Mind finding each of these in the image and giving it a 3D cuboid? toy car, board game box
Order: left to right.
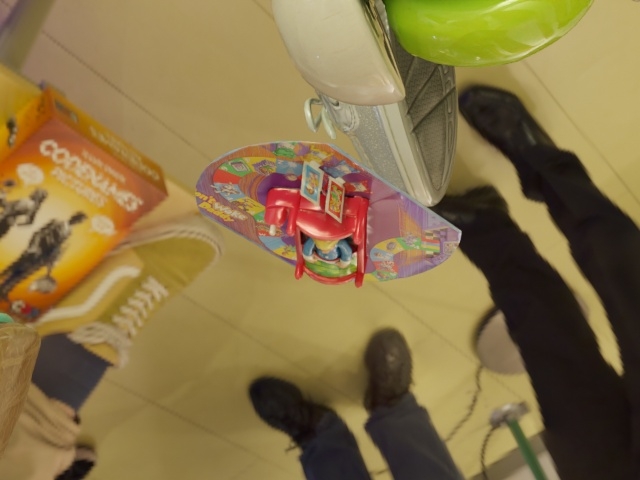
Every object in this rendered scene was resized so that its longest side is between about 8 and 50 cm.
[{"bbox_3d":[0.000,0.000,0.659,0.169,0.033,0.133,32,145,-33],"label":"board game box"},{"bbox_3d":[0.042,-0.151,0.392,0.159,0.182,0.136,-20,145,11],"label":"toy car"}]

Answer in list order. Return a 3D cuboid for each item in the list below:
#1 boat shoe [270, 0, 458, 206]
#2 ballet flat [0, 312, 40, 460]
[{"bbox_3d":[0.011,-0.166,0.757,0.103,0.118,0.320,-10,120,33],"label":"boat shoe"},{"bbox_3d":[-0.268,0.167,0.501,0.342,0.124,0.116,-29,159,-19],"label":"ballet flat"}]
